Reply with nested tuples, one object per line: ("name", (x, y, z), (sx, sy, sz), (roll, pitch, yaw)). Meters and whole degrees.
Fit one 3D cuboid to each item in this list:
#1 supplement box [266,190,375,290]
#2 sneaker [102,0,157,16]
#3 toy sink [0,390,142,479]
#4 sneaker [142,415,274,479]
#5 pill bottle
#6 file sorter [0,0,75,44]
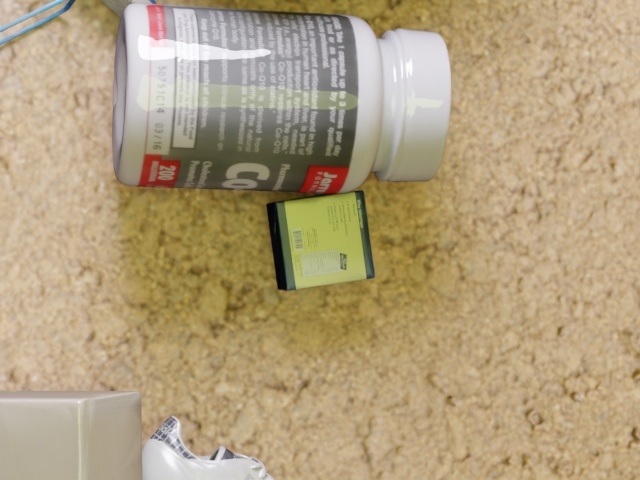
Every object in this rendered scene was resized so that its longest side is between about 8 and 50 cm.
("supplement box", (0.000, 0.000, 1.598), (0.083, 0.056, 0.083), (-8, 92, -11))
("sneaker", (-0.180, -0.267, 1.560), (0.152, 0.058, 0.084), (45, 69, -19))
("toy sink", (-0.243, 0.248, 1.490), (0.153, 0.131, 0.234), (-2, 88, 19))
("sneaker", (-0.060, 0.249, 1.576), (0.235, 0.090, 0.095), (29, 75, -11))
("pill bottle", (-0.037, -0.123, 1.538), (0.283, 0.161, 0.161), (2, 90, -11))
("file sorter", (-0.298, -0.256, 1.509), (0.104, 0.118, 0.170), (-29, 96, -14))
